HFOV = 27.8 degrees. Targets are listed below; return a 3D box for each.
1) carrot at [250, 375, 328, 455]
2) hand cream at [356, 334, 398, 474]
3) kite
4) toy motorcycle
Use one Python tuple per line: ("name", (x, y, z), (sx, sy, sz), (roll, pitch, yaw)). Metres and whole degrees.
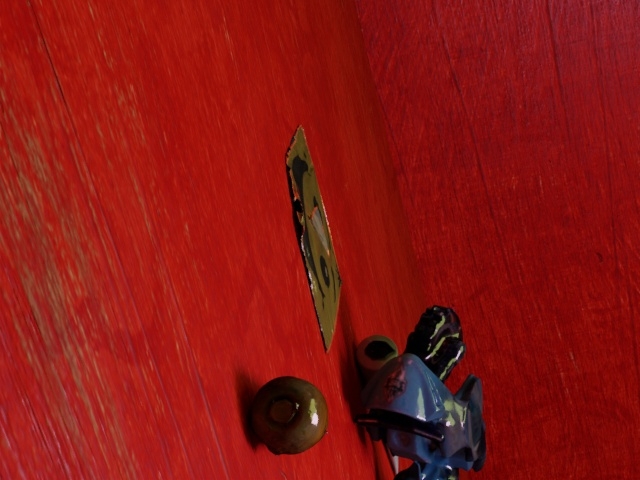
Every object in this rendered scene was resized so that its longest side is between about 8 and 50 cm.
("carrot", (-0.018, 0.186, 1.362), (0.298, 0.078, 0.078), (54, 25, -80))
("hand cream", (0.112, 0.272, 2.161), (0.321, 0.067, 0.109), (76, 6, -49))
("kite", (-0.002, 0.001, 1.887), (0.327, 0.013, 0.378), (63, 17, -64))
("toy motorcycle", (0.142, 0.309, 1.953), (0.232, 0.172, 0.416), (-29, 126, -58))
